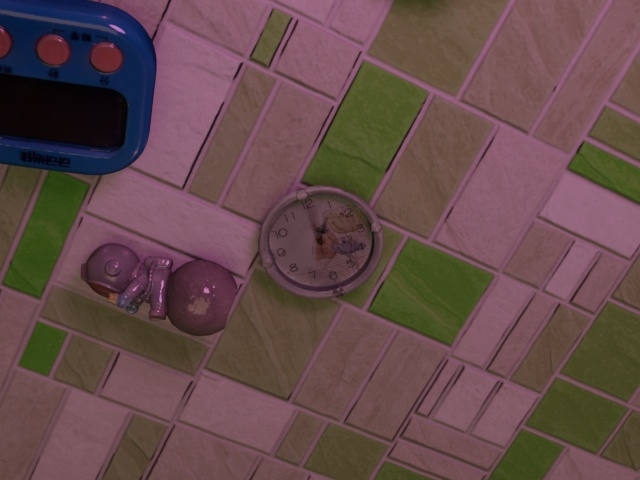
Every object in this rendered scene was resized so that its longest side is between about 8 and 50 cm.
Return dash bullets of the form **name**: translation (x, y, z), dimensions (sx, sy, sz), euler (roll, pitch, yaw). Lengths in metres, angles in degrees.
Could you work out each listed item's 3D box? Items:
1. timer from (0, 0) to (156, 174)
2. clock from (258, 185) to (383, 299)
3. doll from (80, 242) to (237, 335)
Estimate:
- **timer**: translation (-0.448, -0.261, 1.605), dimensions (0.340, 0.115, 0.309), euler (7, 128, -10)
- **clock**: translation (0.000, 0.000, 1.813), dimensions (0.236, 0.053, 0.237), euler (-1, 114, -1)
- **doll**: translation (-0.302, 0.081, 1.790), dimensions (0.287, 0.151, 0.151), euler (17, 111, -4)
